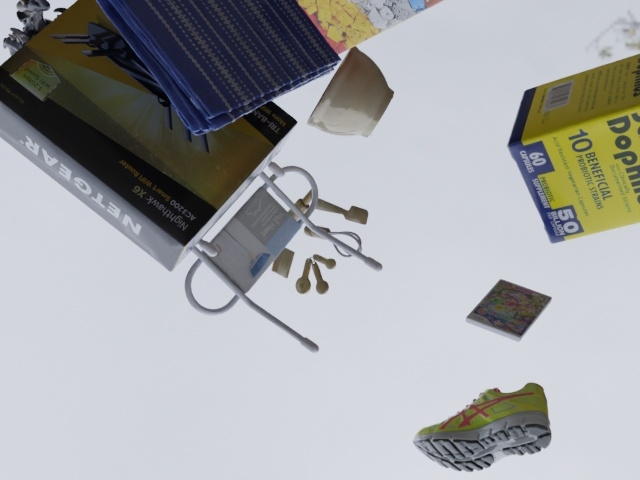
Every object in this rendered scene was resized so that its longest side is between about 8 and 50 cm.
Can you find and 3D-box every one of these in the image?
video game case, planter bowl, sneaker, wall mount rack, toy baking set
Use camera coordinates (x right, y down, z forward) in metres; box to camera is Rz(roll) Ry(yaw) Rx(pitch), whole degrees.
[{"bbox_3d":[0.282,0.103,1.615,0.087,0.011,0.122,21,-143,26],"label":"video game case"},{"bbox_3d":[0.061,-0.247,1.898,0.109,0.162,0.162,30,-142,-6],"label":"planter bowl"},{"bbox_3d":[0.216,0.242,1.428,0.208,0.081,0.094,-19,-140,35],"label":"sneaker"},{"bbox_3d":[-0.072,0.029,2.011,0.350,0.304,0.130,-51,-163,-18],"label":"wall mount rack"},{"bbox_3d":[-0.005,-0.004,2.200,0.030,0.256,0.197,2,-138,-52],"label":"toy baking set"}]

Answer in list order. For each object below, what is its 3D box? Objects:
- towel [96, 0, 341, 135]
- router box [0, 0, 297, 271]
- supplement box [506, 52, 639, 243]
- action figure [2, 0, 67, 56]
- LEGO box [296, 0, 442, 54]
[{"bbox_3d":[-0.125,-0.265,1.323,0.040,0.243,0.336,-38,180,35],"label":"towel"},{"bbox_3d":[-0.222,-0.149,1.327,0.309,0.081,0.243,38,-122,0],"label":"router box"},{"bbox_3d":[0.495,-0.159,1.643,0.357,0.194,0.195,-16,-153,29],"label":"supplement box"},{"bbox_3d":[-0.371,-0.302,1.517,0.141,0.275,0.164,30,-123,19],"label":"action figure"},{"bbox_3d":[0.128,-0.547,1.787,0.372,0.193,0.500,-18,-149,47],"label":"LEGO box"}]
